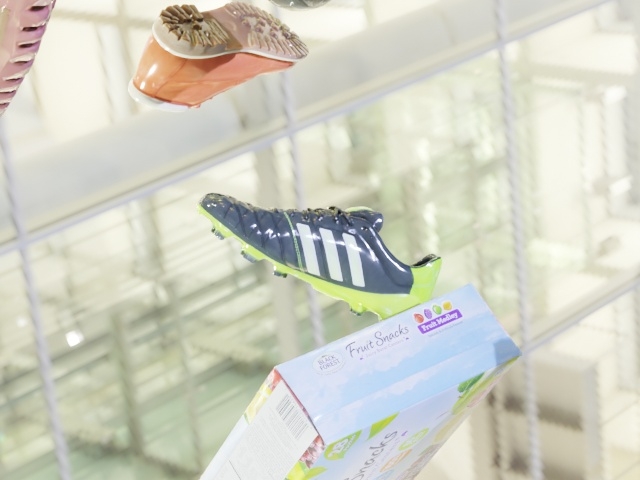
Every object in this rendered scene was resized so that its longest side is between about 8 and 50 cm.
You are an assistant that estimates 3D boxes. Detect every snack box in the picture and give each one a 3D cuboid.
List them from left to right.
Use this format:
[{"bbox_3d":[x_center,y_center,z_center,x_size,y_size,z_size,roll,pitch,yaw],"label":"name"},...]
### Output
[{"bbox_3d":[0.017,0.132,1.222,0.070,0.174,0.207,55,-37,20],"label":"snack box"}]

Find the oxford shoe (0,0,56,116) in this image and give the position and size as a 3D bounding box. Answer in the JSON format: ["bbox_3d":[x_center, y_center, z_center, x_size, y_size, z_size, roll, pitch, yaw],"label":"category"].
[{"bbox_3d":[-0.107,-0.147,0.335,0.348,0.130,0.123,101,-18,-53],"label":"oxford shoe"}]

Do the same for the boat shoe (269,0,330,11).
[{"bbox_3d":[0.037,-0.310,1.183,0.122,0.120,0.324,35,-61,23],"label":"boat shoe"}]

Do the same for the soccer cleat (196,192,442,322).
[{"bbox_3d":[0.000,0.000,1.244,0.179,0.072,0.060,27,0,-11],"label":"soccer cleat"}]

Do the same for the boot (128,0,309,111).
[{"bbox_3d":[-0.081,-0.141,1.405,0.059,0.158,0.084,53,-52,29],"label":"boot"}]
